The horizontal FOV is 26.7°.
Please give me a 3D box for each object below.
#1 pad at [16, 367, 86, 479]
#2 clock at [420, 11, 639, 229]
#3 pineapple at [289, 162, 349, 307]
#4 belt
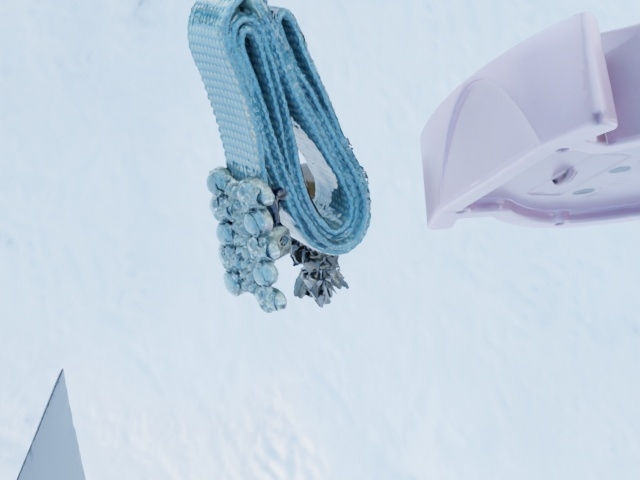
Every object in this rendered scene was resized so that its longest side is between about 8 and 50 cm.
[{"bbox_3d":[-0.072,0.151,0.418,0.004,0.127,0.190,-8,107,1],"label":"pad"},{"bbox_3d":[0.237,-0.083,0.888,0.275,0.290,0.080,-1,75,-20],"label":"clock"},{"bbox_3d":[0.000,0.000,1.233,0.074,0.074,0.159,2,137,-3],"label":"pineapple"},{"bbox_3d":[-0.036,-0.058,0.775,0.100,0.065,0.179,-36,121,-22],"label":"belt"}]
